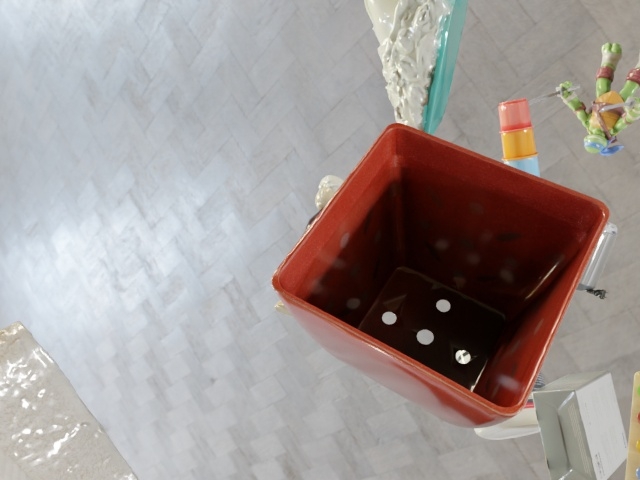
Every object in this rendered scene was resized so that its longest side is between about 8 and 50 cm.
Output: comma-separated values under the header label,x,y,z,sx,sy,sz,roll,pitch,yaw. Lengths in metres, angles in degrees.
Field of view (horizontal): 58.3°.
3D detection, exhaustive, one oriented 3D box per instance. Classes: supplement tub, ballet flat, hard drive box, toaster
label,x,y,z,sx,sy,sz,roll,pitch,yaw
supplement tub,0.443,0.331,1.406,0.191,0.191,0.272,-37,49,40
ballet flat,0.126,-0.329,0.684,0.147,0.147,0.409,27,122,28
hard drive box,0.528,0.371,1.154,0.089,0.232,0.181,-17,77,40
toaster,0.499,0.008,1.176,0.227,0.129,0.146,29,104,39

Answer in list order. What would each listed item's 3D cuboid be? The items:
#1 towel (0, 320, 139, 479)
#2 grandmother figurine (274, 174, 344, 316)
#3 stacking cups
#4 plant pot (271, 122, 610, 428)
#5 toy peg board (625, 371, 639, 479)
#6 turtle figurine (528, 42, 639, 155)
label,x,y,z,sx,sy,sz,roll,pitch,yaw
towel,-0.239,0.222,0.437,0.049,0.187,0.282,15,134,43
grandmother figurine,0.000,0.000,1.305,0.208,0.342,0.104,-11,144,43
stacking cups,0.461,-0.159,1.299,0.096,0.096,0.316,-1,102,38
plant pot,0.133,0.068,0.688,0.267,0.267,0.236,27,152,20
toy peg board,0.466,0.253,0.714,0.161,0.079,0.161,1,75,43
turtle figurine,0.687,-0.365,1.378,0.274,0.266,0.198,30,172,-17
